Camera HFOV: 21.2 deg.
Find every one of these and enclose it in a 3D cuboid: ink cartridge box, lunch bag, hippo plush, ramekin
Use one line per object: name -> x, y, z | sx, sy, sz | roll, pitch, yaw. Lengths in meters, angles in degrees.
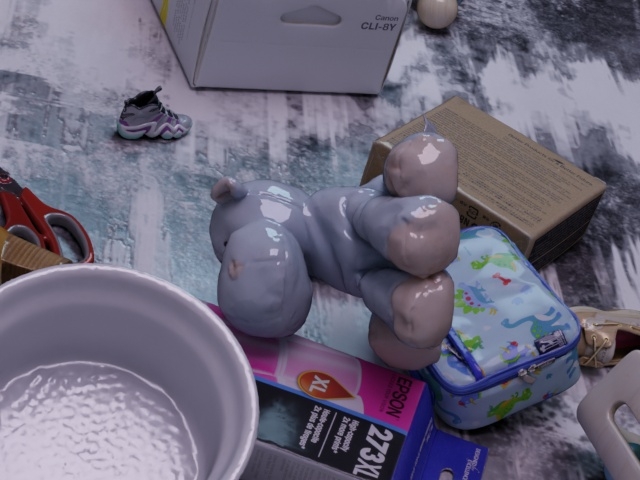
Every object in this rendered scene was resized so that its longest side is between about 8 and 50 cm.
ink cartridge box -> -0.014, 0.177, 1.686 | 0.371, 0.069, 0.175 | 22, 35, 3
ink cartridge box -> 0.196, -0.062, 2.074 | 0.235, 0.088, 0.193 | 33, 37, 23
lunch bag -> 0.163, 0.090, 1.823 | 0.176, 0.090, 0.219 | -21, 45, -12
hippo plush -> 0.007, -0.017, 1.706 | 0.237, 0.234, 0.294 | 2, 51, -4
ink cartridge box -> -0.081, -0.367, 2.313 | 0.279, 0.160, 0.384 | 0, 38, -22
ramekin -> -0.202, 0.169, 1.497 | 0.277, 0.135, 0.277 | 8, 53, -11

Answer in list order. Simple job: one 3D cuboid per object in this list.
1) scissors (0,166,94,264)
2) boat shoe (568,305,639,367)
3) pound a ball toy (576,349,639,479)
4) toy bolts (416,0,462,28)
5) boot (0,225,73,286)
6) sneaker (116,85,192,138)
scissors -> -0.336, -0.055, 1.906 | 0.109, 0.021, 0.297 | -5, 39, -24
boat shoe -> 0.309, 0.112, 1.904 | 0.170, 0.063, 0.059 | -4, 34, -29
pound a ball toy -> 0.400, 0.280, 1.683 | 0.208, 0.136, 0.319 | 24, 26, -37
toy bolts -> 0.108, -0.397, 2.468 | 0.228, 0.218, 0.158 | 37, 41, -29
boot -> -0.388, 0.067, 1.660 | 0.211, 0.104, 0.295 | 15, 31, 8
sneaker -> -0.194, -0.158, 2.058 | 0.098, 0.069, 0.038 | -9, 43, -32
